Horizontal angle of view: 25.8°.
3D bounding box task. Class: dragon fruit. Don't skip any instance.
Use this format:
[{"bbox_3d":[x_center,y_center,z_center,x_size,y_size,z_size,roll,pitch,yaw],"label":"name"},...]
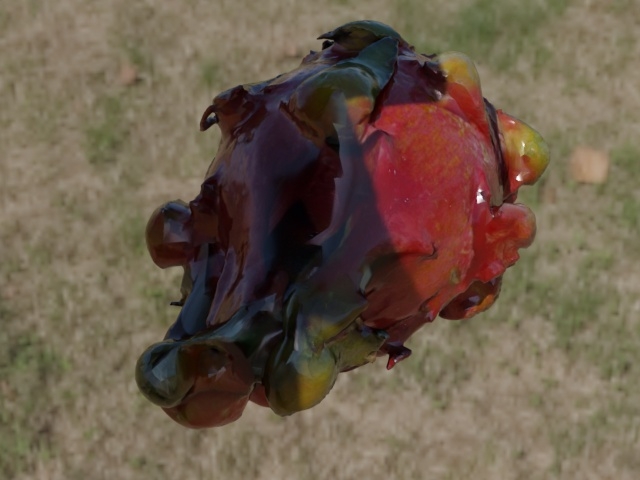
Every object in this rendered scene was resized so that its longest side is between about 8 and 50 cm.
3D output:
[{"bbox_3d":[0.000,0.000,0.554,0.133,0.150,0.208,39,54,10],"label":"dragon fruit"}]
